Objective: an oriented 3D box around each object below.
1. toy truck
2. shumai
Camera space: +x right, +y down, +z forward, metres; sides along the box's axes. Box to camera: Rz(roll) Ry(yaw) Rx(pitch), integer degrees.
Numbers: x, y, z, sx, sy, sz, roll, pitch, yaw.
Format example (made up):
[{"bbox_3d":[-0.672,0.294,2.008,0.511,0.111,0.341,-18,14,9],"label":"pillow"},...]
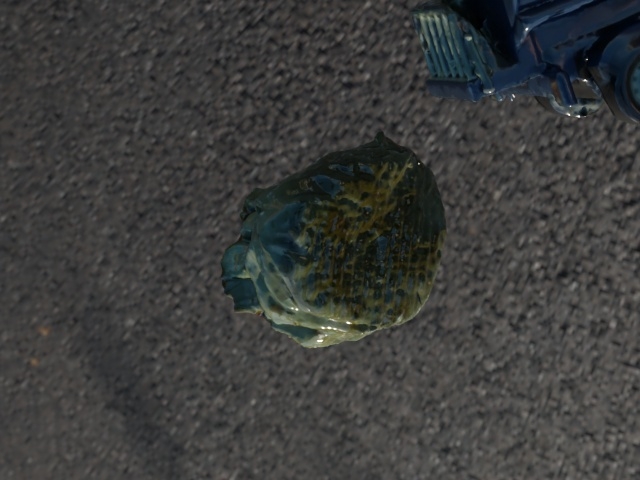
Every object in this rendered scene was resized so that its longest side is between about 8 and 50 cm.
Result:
[{"bbox_3d":[0.132,-0.100,0.480,0.074,0.202,0.088,-157,46,-73],"label":"toy truck"},{"bbox_3d":[0.004,-0.004,1.073,0.142,0.184,0.184,16,135,47],"label":"shumai"}]
